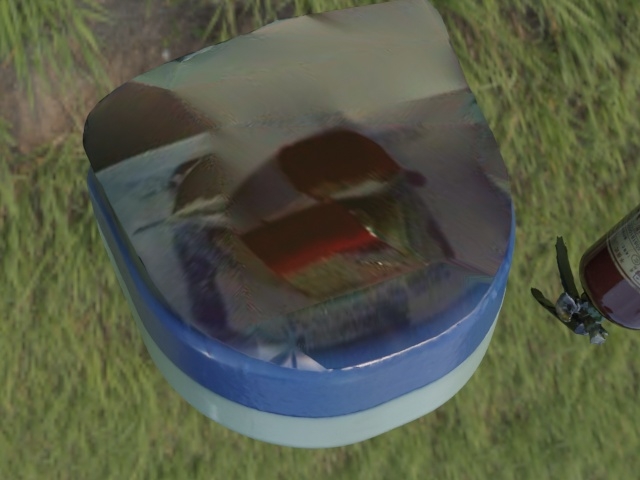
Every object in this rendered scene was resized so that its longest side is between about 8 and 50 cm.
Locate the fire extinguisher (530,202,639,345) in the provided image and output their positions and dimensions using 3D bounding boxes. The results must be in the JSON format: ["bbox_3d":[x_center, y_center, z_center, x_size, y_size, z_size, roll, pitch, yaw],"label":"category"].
[{"bbox_3d":[0.230,-0.006,0.768,0.071,0.099,0.231,13,137,-34],"label":"fire extinguisher"}]

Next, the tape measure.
[{"bbox_3d":[-0.001,-0.001,0.754,0.259,0.262,0.138,-21,155,-14],"label":"tape measure"}]
